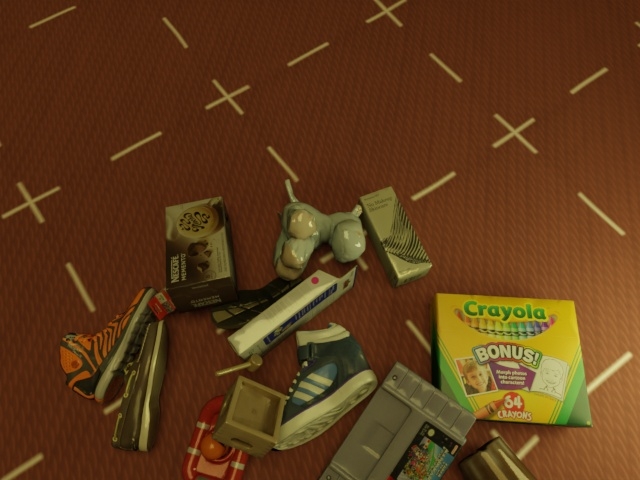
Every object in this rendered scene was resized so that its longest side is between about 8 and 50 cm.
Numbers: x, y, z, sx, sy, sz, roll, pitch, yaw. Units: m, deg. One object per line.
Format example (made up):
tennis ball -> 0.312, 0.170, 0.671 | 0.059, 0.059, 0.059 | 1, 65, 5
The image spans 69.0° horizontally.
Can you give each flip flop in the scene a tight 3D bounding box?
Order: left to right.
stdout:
flip flop -> -0.165, 0.179, 1.294 | 0.277, 0.080, 0.112 | -23, 52, -25

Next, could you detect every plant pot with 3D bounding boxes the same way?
plant pot -> 0.421, 0.566, 1.089 | 0.167, 0.167, 0.165 | -29, 62, -11

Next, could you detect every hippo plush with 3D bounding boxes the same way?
hippo plush -> 0.000, 0.000, 1.329 | 0.237, 0.234, 0.294 | 10, 24, -14

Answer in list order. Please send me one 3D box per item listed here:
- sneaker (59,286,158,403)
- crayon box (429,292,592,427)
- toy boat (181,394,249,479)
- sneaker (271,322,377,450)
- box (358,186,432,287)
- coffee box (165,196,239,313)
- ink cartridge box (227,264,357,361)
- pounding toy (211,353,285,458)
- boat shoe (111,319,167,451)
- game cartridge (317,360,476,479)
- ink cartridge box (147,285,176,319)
sneaker -> -0.573, 0.249, 1.238 | 0.180, 0.124, 0.321 | 21, 69, 8
crayon box -> 0.479, 0.309, 1.215 | 0.363, 0.106, 0.312 | 3, 68, 2
toy boat -> -0.246, 0.490, 1.119 | 0.151, 0.151, 0.231 | 14, 68, 6
sneaker -> -0.034, 0.357, 1.207 | 0.323, 0.130, 0.236 | -36, 53, 0
box -> 0.210, -0.011, 1.359 | 0.113, 0.094, 0.275 | -21, 69, -9
coffee box -> -0.331, 0.034, 1.292 | 0.168, 0.118, 0.297 | -11, 51, -4
ink cartridge box -> -0.065, 0.186, 1.233 | 0.371, 0.175, 0.069 | -34, 70, -13
pounding toy -> -0.185, 0.376, 1.106 | 0.181, 0.094, 0.206 | 28, 33, -13
boat shoe -> -0.459, 0.365, 1.196 | 0.097, 0.116, 0.324 | 3, 73, -2
game cartridge -> 0.180, 0.500, 1.105 | 0.230, 0.068, 0.355 | 33, 91, 17
ink cartridge box -> -0.416, 0.162, 1.274 | 0.029, 0.115, 0.062 | -26, 103, 22
